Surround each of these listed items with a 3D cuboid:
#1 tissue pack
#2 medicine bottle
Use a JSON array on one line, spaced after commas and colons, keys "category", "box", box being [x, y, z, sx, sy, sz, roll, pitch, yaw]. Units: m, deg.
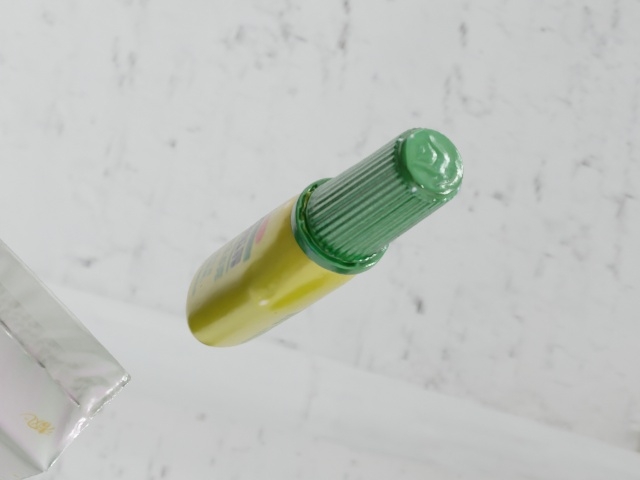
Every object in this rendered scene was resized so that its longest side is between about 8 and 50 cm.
[{"category": "tissue pack", "box": [-0.293, 0.084, 1.214, 0.124, 0.225, 0.185, -48, -170, -30]}, {"category": "medicine bottle", "box": [0.000, 0.000, 1.074, 0.309, 0.076, 0.111, -32, -163, 53]}]
